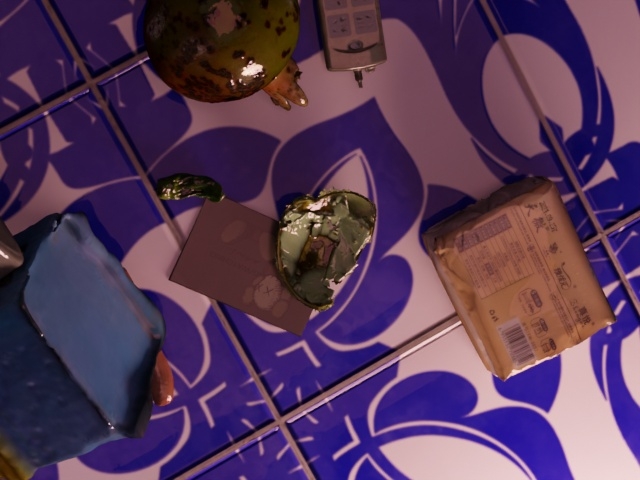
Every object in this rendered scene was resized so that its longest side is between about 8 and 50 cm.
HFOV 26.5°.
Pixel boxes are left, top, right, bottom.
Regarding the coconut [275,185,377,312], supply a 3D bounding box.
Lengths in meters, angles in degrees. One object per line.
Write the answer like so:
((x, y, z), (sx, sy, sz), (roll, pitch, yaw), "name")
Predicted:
((0.002, 0.000, 1.745), (0.133, 0.055, 0.158), (43, 85, -8), "coconut")

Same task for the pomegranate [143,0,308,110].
((-0.110, -0.254, 1.665), (0.198, 0.246, 0.198), (-7, 71, 20), "pomegranate")

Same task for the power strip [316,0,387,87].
((0.035, -0.308, 1.743), (0.079, 0.029, 0.227), (-10, 96, -8), "power strip")

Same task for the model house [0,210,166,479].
((-0.368, 0.145, 1.602), (0.303, 0.215, 0.237), (-24, 119, 16), "model house")

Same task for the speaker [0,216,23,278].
((-0.516, -0.081, 1.514), (0.184, 0.183, 0.406), (-39, 61, 0), "speaker")

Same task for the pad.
((-0.085, 0.031, 1.764), (0.190, 0.004, 0.127), (24, 90, -9), "pad")

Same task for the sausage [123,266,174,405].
((-0.228, 0.121, 1.727), (0.043, 0.043, 0.186), (-22, 97, -7), "sausage")

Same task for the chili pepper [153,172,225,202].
((-0.167, -0.067, 1.733), (0.091, 0.034, 0.030), (3, 127, -9), "chili pepper")

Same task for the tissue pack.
((0.258, 0.047, 1.777), (0.186, 0.090, 0.222), (-29, 97, -4), "tissue pack")
